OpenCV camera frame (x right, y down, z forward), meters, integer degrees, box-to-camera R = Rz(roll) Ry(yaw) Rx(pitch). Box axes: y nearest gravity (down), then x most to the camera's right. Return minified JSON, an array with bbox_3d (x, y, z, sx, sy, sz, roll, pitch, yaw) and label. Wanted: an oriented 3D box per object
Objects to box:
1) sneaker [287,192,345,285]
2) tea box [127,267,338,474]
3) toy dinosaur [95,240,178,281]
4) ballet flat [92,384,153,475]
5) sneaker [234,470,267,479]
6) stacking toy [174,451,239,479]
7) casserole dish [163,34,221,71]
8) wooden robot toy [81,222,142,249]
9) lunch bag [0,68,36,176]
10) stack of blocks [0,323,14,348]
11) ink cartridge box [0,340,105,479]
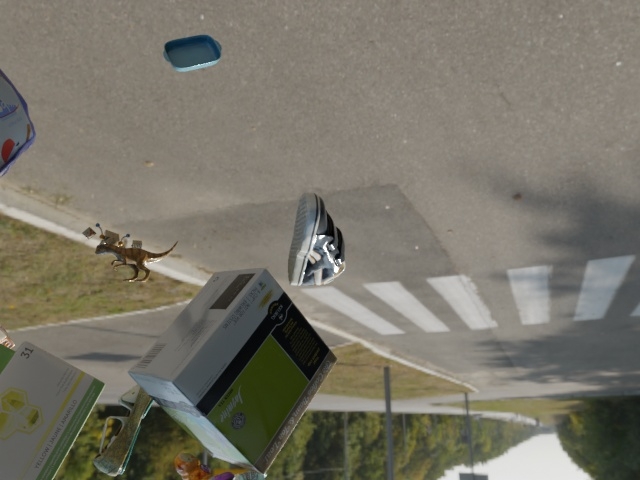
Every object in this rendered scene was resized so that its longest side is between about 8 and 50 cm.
[{"bbox_3d":[0.000,0.000,1.315,0.127,0.126,0.321,2,149,-8],"label":"sneaker"},{"bbox_3d":[-0.189,0.291,1.312,0.220,0.329,0.324,-8,125,48],"label":"tea box"},{"bbox_3d":[-0.443,0.046,1.405,0.211,0.112,0.064,6,173,-37],"label":"toy dinosaur"},{"bbox_3d":[-0.603,0.553,1.787,0.123,0.349,0.123,16,152,9],"label":"ballet flat"},{"bbox_3d":[-0.137,0.700,1.411,0.122,0.283,0.110,-22,-165,0],"label":"sneaker"},{"bbox_3d":[-0.199,0.548,1.169,0.166,0.302,0.175,-55,155,11],"label":"stacking toy"},{"bbox_3d":[-0.403,-0.587,1.791,0.188,0.114,0.037,-21,162,-25],"label":"casserole dish"},{"bbox_3d":[-0.607,0.014,1.657,0.173,0.076,0.079,23,-167,-30],"label":"wooden robot toy"},{"bbox_3d":[-0.650,-0.206,0.822,0.239,0.328,0.385,-36,116,22],"label":"lunch bag"},{"bbox_3d":[-1.157,0.243,1.870,0.171,0.087,0.297,22,144,48],"label":"stack of blocks"},{"bbox_3d":[-0.414,0.199,0.695,0.235,0.171,0.056,37,136,-19],"label":"ink cartridge box"}]
